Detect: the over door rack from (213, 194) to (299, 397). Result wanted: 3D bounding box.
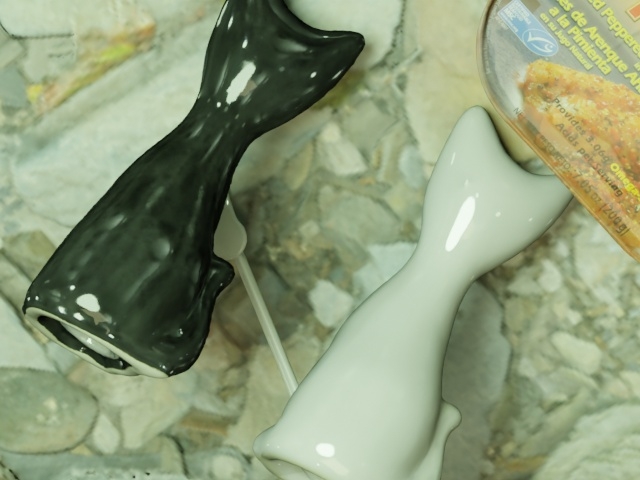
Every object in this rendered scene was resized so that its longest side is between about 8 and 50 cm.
[{"bbox_3d":[-0.078,0.146,1.085,0.239,0.108,0.324,-28,89,23],"label":"over door rack"}]

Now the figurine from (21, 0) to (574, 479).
[{"bbox_3d":[0.000,0.000,0.966,0.215,0.092,0.209,32,76,-6],"label":"figurine"}]

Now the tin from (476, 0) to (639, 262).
[{"bbox_3d":[0.159,-0.065,0.961,0.106,0.040,0.190,-38,99,29],"label":"tin"}]
